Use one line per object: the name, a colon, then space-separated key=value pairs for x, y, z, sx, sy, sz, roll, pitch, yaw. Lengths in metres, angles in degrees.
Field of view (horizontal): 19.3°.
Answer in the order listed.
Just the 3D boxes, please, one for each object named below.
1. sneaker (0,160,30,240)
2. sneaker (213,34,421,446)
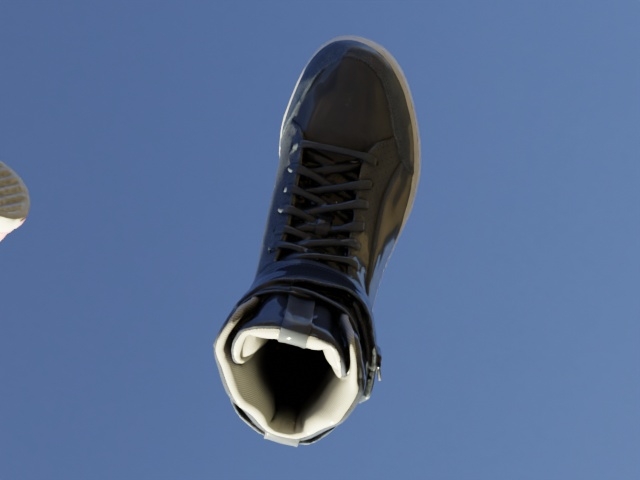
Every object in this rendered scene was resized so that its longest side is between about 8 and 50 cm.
sneaker: x=-0.200 y=-0.030 z=0.823 sx=0.134 sy=0.070 sz=0.051 roll=35 pitch=-143 yaw=-21
sneaker: x=0.002 y=0.001 z=1.025 sx=0.163 sy=0.086 sz=0.226 roll=-39 pitch=-42 yaw=-81
